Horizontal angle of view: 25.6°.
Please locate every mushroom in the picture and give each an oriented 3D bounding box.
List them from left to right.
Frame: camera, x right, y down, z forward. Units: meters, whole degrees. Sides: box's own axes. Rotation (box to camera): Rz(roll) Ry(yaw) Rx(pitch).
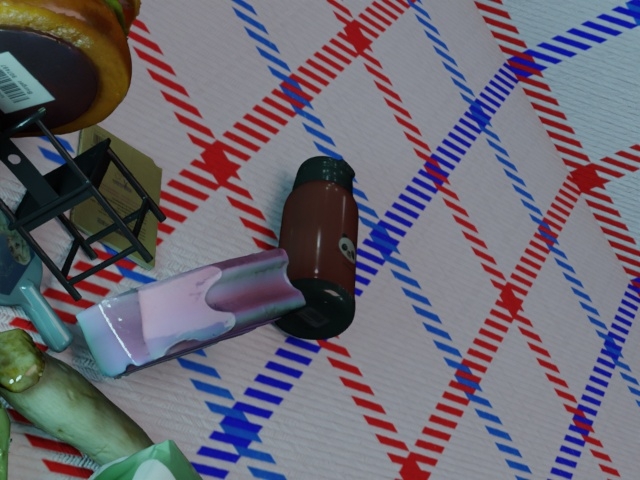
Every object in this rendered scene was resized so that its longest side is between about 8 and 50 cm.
[{"bbox_3d":[-0.319,0.230,1.860,0.333,0.087,0.107,45,11,-40],"label":"mushroom"}]

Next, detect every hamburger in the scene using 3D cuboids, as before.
[{"bbox_3d":[-0.403,-0.304,1.873,0.330,0.330,0.250,28,47,-44],"label":"hamburger"}]

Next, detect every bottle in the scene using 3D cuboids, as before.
[{"bbox_3d":[0.000,0.000,2.422,0.144,0.144,0.336,41,39,-34],"label":"bottle"}]

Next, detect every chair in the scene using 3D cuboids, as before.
[{"bbox_3d":[-0.352,-0.068,1.928,0.260,0.154,0.141,55,19,-23],"label":"chair"}]

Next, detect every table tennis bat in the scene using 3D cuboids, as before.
[{"bbox_3d":[-0.411,0.051,1.893,0.237,0.038,0.149,57,28,-11],"label":"table tennis bat"}]

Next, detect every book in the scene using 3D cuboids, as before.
[{"bbox_3d":[-0.307,-0.071,2.138,0.168,0.013,0.192,34,45,-40],"label":"book"}]

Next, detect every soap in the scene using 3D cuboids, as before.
[{"bbox_3d":[-0.192,0.107,2.029,0.324,0.193,0.109,-16,82,-57],"label":"soap"}]

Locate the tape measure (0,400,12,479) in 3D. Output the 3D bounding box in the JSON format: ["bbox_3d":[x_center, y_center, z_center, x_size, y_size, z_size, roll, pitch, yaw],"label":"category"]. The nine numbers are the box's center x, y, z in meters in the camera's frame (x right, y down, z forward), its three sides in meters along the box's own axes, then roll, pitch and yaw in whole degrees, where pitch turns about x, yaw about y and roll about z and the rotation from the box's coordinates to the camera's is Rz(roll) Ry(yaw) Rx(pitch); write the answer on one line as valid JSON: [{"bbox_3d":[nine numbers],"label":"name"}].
[{"bbox_3d":[-0.438,0.243,1.683,0.154,0.087,0.177,31,45,-42],"label":"tape measure"}]

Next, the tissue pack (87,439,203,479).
[{"bbox_3d":[-0.236,0.462,1.738,0.266,0.194,0.356,56,34,-18],"label":"tissue pack"}]
